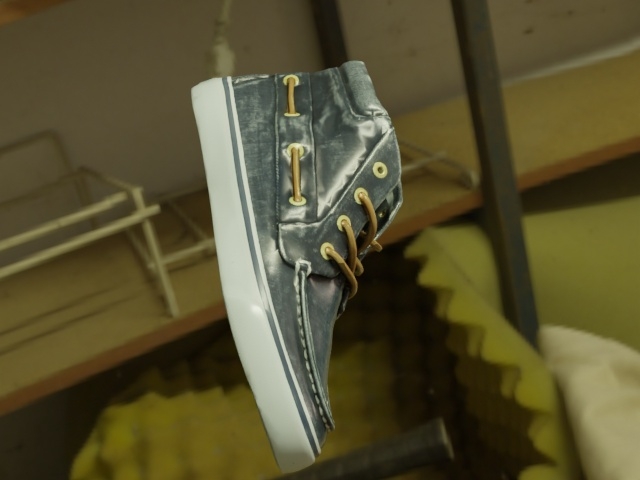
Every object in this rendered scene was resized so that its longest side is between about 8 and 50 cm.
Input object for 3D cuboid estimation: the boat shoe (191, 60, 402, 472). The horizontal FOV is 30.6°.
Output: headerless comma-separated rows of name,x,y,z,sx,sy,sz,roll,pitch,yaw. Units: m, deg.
boat shoe,0.000,0.000,0.481,0.083,0.065,0.183,-12,60,-1
